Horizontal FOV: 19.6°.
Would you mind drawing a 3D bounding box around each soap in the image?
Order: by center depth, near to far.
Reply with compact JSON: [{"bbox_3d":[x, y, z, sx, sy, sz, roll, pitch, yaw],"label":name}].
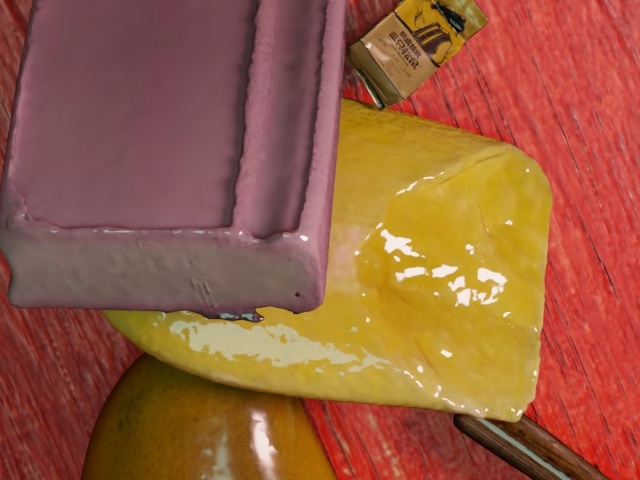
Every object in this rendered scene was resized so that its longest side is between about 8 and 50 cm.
[{"bbox_3d":[0.001,-0.001,1.642,0.427,0.115,0.306,9,64,-4],"label":"soap"}]

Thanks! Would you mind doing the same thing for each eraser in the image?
[{"bbox_3d":[-0.118,-0.115,1.568,0.272,0.359,0.122,3,144,4],"label":"eraser"}]

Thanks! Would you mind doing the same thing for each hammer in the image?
[{"bbox_3d":[0.293,0.258,1.703,0.409,0.242,0.095,37,103,10],"label":"hammer"}]

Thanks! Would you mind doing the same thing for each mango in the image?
[{"bbox_3d":[-0.093,0.263,1.693,0.263,0.221,0.378,-4,100,25],"label":"mango"}]

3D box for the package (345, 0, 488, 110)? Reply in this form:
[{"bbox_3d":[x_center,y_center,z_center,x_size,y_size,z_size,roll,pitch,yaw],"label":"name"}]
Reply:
[{"bbox_3d":[0.085,-0.183,1.687,0.071,0.047,0.131,49,62,-7],"label":"package"}]
